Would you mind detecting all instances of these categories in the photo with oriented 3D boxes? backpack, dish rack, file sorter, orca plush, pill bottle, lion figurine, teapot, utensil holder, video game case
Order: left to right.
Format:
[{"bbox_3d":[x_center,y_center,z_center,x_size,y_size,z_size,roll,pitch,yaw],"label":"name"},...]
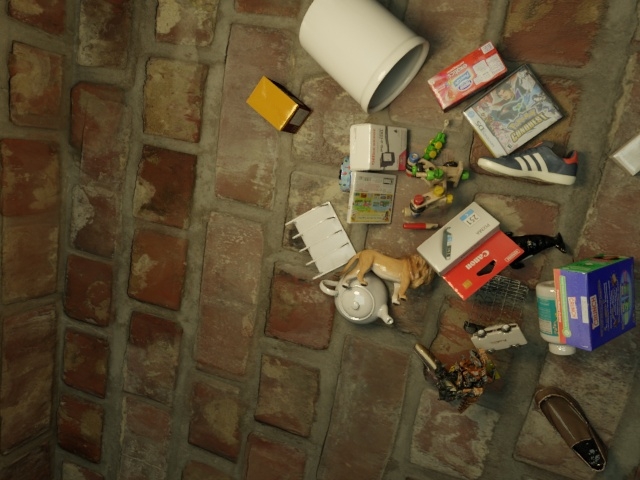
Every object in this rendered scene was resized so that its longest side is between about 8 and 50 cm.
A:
[{"bbox_3d":[0.000,0.000,1.911,0.193,0.173,0.277,-28,88,19],"label":"file sorter"},{"bbox_3d":[0.141,-0.269,1.824,0.117,0.173,0.158,11,100,16],"label":"backpack"},{"bbox_3d":[0.159,0.249,1.889,0.256,0.187,0.252,-21,91,20],"label":"teapot"},{"bbox_3d":[0.157,-0.729,1.679,0.385,0.327,0.327,46,108,10],"label":"utensil holder"},{"bbox_3d":[0.210,-0.171,1.807,0.026,0.227,0.206,19,106,52],"label":"video game case"},{"bbox_3d":[0.266,0.115,1.797,0.392,0.142,0.240,21,63,0],"label":"lion figurine"},{"bbox_3d":[0.703,0.272,1.779,0.208,0.074,0.271,14,100,14],"label":"dish rack"},{"bbox_3d":[0.721,-0.479,1.679,0.275,0.035,0.248,-36,86,19],"label":"video game case"},{"bbox_3d":[0.782,0.045,1.701,0.287,0.102,0.151,0,98,18],"label":"orca plush"},{"bbox_3d":[0.903,0.290,1.676,0.146,0.146,0.264,-7,96,19],"label":"pill bottle"}]

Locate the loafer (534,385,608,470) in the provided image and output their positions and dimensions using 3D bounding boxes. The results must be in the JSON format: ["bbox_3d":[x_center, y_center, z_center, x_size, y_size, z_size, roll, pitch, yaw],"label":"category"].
[{"bbox_3d":[0.987,0.729,1.720,0.134,0.130,0.366,-44,84,18],"label":"loafer"}]

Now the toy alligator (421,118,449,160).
[{"bbox_3d":[0.470,-0.386,1.768,0.051,0.056,0.189,22,109,-28],"label":"toy alligator"}]

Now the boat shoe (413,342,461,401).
[{"bbox_3d":[0.480,0.564,1.877,0.092,0.103,0.285,-41,90,14],"label":"boat shoe"}]

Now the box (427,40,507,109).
[{"bbox_3d":[0.548,-0.608,1.669,0.257,0.123,0.128,-29,88,20],"label":"box"}]

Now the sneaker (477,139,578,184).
[{"bbox_3d":[0.767,-0.303,1.640,0.350,0.131,0.148,10,100,2],"label":"sneaker"}]

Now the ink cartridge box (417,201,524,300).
[{"bbox_3d":[0.567,0.035,1.695,0.296,0.066,0.261,-40,58,2],"label":"ink cartridge box"}]

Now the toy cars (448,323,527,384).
[{"bbox_3d":[0.658,0.445,1.765,0.177,0.087,0.393,24,125,8],"label":"toy cars"}]

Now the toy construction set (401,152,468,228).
[{"bbox_3d":[0.454,-0.183,1.731,0.237,0.257,0.308,1,126,0],"label":"toy construction set"}]

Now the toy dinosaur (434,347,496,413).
[{"bbox_3d":[0.567,0.560,1.733,0.219,0.164,0.321,1,98,4],"label":"toy dinosaur"}]

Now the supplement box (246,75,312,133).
[{"bbox_3d":[-0.168,-0.564,1.869,0.191,0.194,0.129,42,108,8],"label":"supplement box"}]

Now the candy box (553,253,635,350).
[{"bbox_3d":[0.966,0.205,1.557,0.122,0.317,0.268,3,101,57],"label":"candy box"}]

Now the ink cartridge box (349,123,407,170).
[{"bbox_3d":[0.230,-0.360,1.741,0.100,0.237,0.171,9,102,46],"label":"ink cartridge box"}]

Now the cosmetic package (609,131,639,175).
[{"bbox_3d":[1.150,-0.344,1.547,0.239,0.060,0.099,-44,86,18],"label":"cosmetic package"}]
